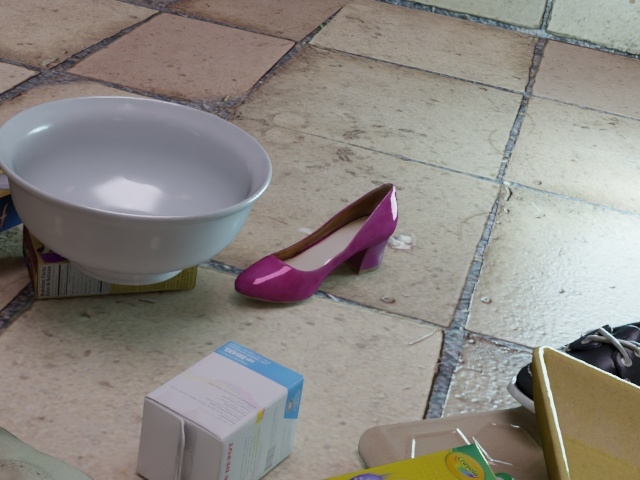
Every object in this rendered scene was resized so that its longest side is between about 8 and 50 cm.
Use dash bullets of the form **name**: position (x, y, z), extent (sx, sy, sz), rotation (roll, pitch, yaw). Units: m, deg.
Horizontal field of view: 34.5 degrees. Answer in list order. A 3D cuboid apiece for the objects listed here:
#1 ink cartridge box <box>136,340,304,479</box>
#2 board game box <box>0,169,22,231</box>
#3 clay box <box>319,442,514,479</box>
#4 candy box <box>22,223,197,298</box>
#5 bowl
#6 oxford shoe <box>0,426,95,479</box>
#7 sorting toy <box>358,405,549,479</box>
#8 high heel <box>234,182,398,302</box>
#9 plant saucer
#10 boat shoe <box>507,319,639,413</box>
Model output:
- **ink cartridge box**: position (-0.095, 0.171, 0.928), extent (0.090, 0.092, 0.143), rotation (24, 30, 26)
- **board game box**: position (-0.453, -0.053, 1.233), extent (0.243, 0.042, 0.165), rotation (10, 23, 29)
- **clay box**: position (0.077, 0.241, 0.848), extent (0.222, 0.053, 0.127), rotation (-12, 32, -11)
- **candy box**: position (-0.250, 0.016, 1.218), extent (0.187, 0.053, 0.109), rotation (-2, 30, -24)
- **bowl**: position (-0.209, -0.043, 1.143), extent (0.298, 0.134, 0.298), rotation (8, 30, -5)
- **oxford shoe**: position (-0.176, 0.235, 0.735), extent (0.397, 0.140, 0.147), rotation (30, 26, 30)
- **sorting toy**: position (0.163, 0.232, 0.968), extent (0.208, 0.038, 0.193), rotation (-7, 31, -22)
- **high heel**: position (0.000, 0.000, 1.261), extent (0.244, 0.117, 0.082), rotation (-11, 34, -36)
- **plant saucer**: position (0.318, 0.256, 0.836), extent (0.333, 0.081, 0.333), rotation (23, 24, -5)
- **boat shoe**: position (0.318, 0.130, 1.099), extent (0.303, 0.091, 0.114), rotation (-3, 31, -44)
